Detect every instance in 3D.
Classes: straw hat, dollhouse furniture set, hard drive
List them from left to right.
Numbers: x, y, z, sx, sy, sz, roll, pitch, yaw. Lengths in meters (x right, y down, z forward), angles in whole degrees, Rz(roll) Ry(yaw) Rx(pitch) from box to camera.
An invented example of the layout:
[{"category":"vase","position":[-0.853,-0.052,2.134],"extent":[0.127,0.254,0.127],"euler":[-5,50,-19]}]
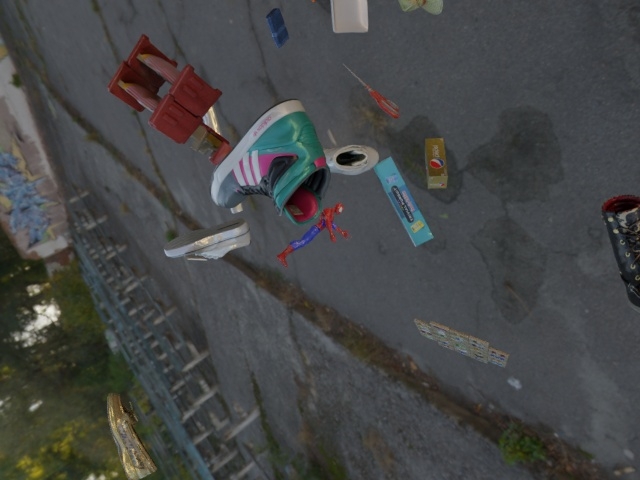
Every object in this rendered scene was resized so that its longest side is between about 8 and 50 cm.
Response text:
[{"category":"dollhouse furniture set","position":[-0.303,-0.305,1.230],"extent":[0.201,0.152,0.374],"euler":[38,-177,27]},{"category":"hard drive","position":[-0.339,-0.284,1.700],"extent":[0.233,0.047,0.352],"euler":[-135,29,-69]},{"category":"straw hat","position":[0.204,-0.549,1.124],"extent":[0.144,0.061,0.144],"euler":[51,-179,-1]}]

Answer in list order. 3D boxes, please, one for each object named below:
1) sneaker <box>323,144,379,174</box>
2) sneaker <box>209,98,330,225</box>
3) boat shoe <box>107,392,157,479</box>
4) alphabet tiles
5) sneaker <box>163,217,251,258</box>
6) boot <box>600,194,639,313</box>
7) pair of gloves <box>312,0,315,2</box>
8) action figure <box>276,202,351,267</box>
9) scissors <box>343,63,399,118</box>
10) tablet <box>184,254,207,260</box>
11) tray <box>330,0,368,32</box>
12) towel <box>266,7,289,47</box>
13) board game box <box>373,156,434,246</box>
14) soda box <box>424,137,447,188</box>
[{"category":"sneaker","position":[0.123,-0.271,1.697],"extent":[0.169,0.293,0.107],"euler":[11,108,53]},{"category":"sneaker","position":[-0.084,-0.095,0.912],"extent":[0.295,0.124,0.178],"euler":[-40,77,45]},{"category":"boat shoe","position":[-0.605,0.614,1.591],"extent":[0.284,0.090,0.105],"euler":[71,161,2]},{"category":"alphabet tiles","position":[0.441,0.325,1.570],"extent":[0.285,0.011,0.342],"euler":[19,165,24]},{"category":"sneaker","position":[-0.329,0.016,1.485],"extent":[0.094,0.259,0.091],"euler":[-111,6,-61]},{"category":"boot","position":[0.946,0.035,1.481],"extent":[0.138,0.377,0.283],"euler":[-18,102,27]},{"category":"pair of gloves","position":[-0.027,-0.862,1.697],"extent":[0.010,0.083,0.074],"euler":[20,167,49]},{"category":"action figure","position":[0.000,0.000,1.652],"extent":[0.139,0.280,0.091],"euler":[42,171,3]},{"category":"scissors","position":[0.194,-0.581,1.943],"extent":[0.297,0.109,0.021],"euler":[38,127,-7]},{"category":"tablet","position":[-0.353,0.048,1.412],"extent":[0.083,0.054,0.006],"euler":[-168,82,-68]},{"category":"tray","position":[0.064,-0.693,1.322],"extent":[0.030,0.145,0.270],"euler":[12,115,42]},{"category":"towel","position":[-0.150,-0.736,1.731],"extent":[0.029,0.067,0.119],"euler":[22,153,29]},{"category":"board game box","position":[0.319,-0.143,1.938],"extent":[0.335,0.079,0.254],"euler":[62,-172,4]},{"category":"soda box","position":[0.381,-0.257,1.654],"extent":[0.058,0.062,0.181],"euler":[79,-168,-52]}]
